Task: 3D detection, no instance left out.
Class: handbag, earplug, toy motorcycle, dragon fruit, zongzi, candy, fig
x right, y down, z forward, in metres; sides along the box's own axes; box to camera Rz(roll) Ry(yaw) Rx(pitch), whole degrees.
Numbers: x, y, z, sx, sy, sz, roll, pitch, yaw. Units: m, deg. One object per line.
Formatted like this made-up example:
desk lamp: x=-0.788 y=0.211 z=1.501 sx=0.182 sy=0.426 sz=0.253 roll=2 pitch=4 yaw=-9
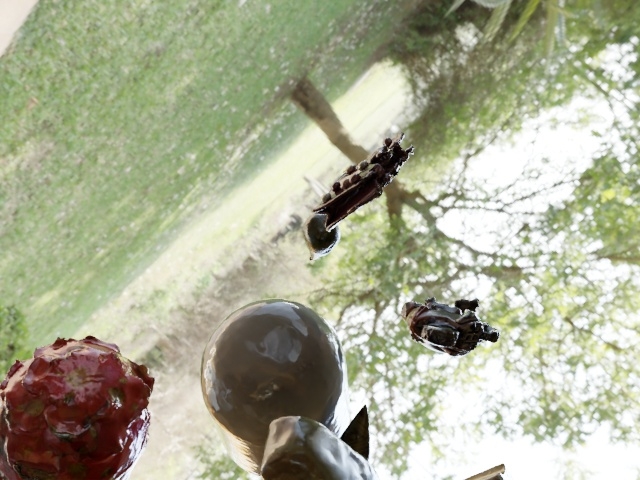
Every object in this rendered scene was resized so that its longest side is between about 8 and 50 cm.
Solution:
handbag: x=0.092 y=-0.131 z=1.466 sx=0.216 sy=0.074 sz=0.203 roll=-36 pitch=-169 yaw=47
earplug: x=-0.090 y=0.301 z=1.406 sx=0.312 sy=0.312 sz=0.394 roll=-47 pitch=158 yaw=-23
toy motorcycle: x=0.342 y=0.215 z=1.705 sx=0.401 sy=0.207 sz=0.134 roll=5 pitch=102 yaw=-46
dragon fruit: x=-0.320 y=0.250 z=0.859 sx=0.205 sy=0.210 sz=0.268 roll=-28 pitch=133 yaw=-55
zongzi: x=0.074 y=0.439 z=1.424 sx=0.187 sy=0.084 sz=0.184 roll=69 pitch=38 yaw=-73
candy: x=0.005 y=0.376 z=1.074 sx=0.102 sy=0.234 sz=0.104 roll=-27 pitch=-150 yaw=24
fig: x=0.000 y=0.000 z=1.918 sx=0.117 sy=0.117 sz=0.177 roll=-47 pitch=159 yaw=-30

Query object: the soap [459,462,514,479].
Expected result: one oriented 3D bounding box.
soap: x=0.344 y=0.662 z=1.511 sx=0.281 sy=0.259 sz=0.143 roll=-29 pitch=-177 yaw=23
